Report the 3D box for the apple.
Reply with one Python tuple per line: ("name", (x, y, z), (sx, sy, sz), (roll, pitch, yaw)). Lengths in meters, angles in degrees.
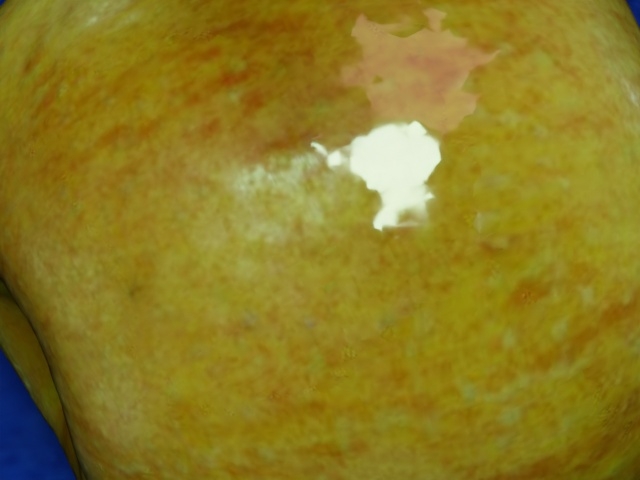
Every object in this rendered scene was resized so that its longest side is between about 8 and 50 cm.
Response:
("apple", (0.000, 0.000, 0.766), (0.275, 0.299, 0.299), (-17, 47, -4))
